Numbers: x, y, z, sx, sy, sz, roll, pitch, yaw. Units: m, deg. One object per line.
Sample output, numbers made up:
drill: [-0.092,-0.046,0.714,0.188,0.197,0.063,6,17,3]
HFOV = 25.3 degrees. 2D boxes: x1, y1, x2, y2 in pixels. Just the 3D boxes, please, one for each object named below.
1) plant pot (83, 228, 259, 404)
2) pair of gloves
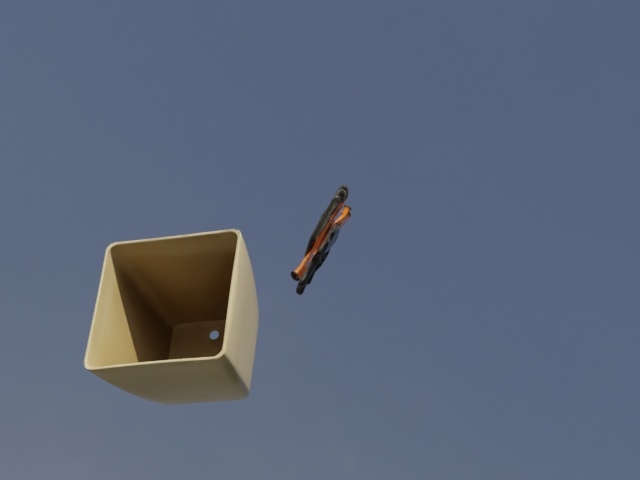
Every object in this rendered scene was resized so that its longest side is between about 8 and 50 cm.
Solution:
plant pot: [-0.098,0.067,1.063,0.109,0.109,0.096,-7,-35,18]
pair of gloves: [0.000,0.000,1.001,0.010,0.074,0.083,29,-12,8]
